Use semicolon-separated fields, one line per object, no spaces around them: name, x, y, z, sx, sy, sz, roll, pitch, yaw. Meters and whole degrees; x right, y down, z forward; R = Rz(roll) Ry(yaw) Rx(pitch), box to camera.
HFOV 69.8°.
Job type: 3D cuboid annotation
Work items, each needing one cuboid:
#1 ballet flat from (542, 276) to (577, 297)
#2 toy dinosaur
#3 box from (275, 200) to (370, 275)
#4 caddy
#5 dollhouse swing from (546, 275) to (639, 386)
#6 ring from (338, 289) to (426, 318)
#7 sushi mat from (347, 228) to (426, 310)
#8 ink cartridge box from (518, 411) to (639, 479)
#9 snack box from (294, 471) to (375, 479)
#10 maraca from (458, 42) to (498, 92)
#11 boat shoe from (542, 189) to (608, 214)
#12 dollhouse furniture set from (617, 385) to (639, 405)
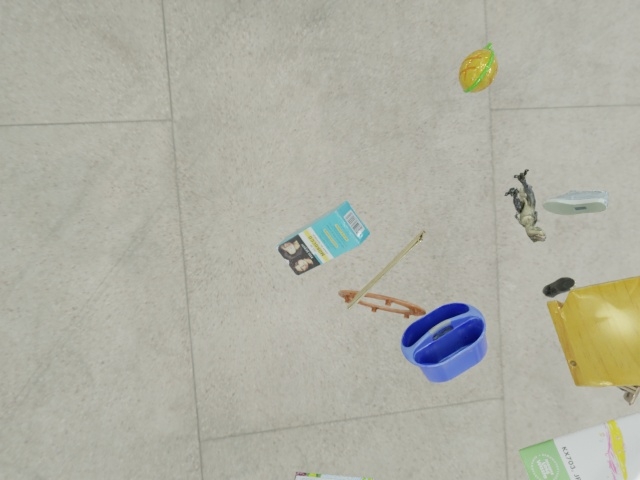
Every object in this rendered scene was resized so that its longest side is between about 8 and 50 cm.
ballet flat;0.877;0.171;1.671;0.049;0.173;0.058;20;72;-2
toy dinosaur;0.514;-0.103;1.155;0.064;0.268;0.118;-19;121;31
box;0.000;0.000;1.137;0.101;0.244;0.060;53;44;-8
caddy;0.481;0.383;1.779;0.341;0.241;0.179;-31;124;-4
dollhouse swing;0.834;0.223;1.134;0.304;0.346;0.315;-11;81;-40
ring;0.226;0.245;1.722;0.336;0.336;0.032;17;75;-10
sushi mat;0.201;0.088;1.388;0.019;0.151;0.316;45;111;6
ink cartridge box;0.545;0.397;0.747;0.353;0.207;0.119;-34;139;25
snack box;0.044;0.312;0.534;0.141;0.100;0.037;52;40;-38
maraca;0.450;-0.492;1.309;0.099;0.127;0.186;31;47;-11
boat shoe;0.968;-0.150;1.739;0.079;0.227;0.081;48;62;-31
dollhouse furniture set;0.961;0.429;1.513;0.129;0.183;0.129;24;99;16
